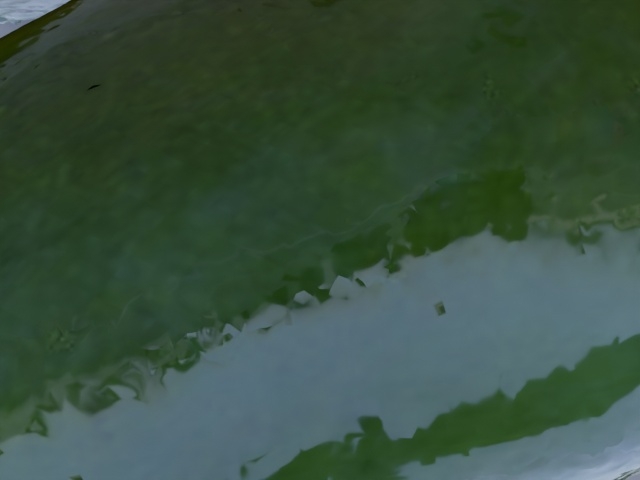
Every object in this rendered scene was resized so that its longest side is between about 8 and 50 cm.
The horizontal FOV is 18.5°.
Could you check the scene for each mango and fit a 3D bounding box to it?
[{"bbox_3d":[0.000,0.000,0.383,0.156,0.251,0.114,51,164,44],"label":"mango"}]

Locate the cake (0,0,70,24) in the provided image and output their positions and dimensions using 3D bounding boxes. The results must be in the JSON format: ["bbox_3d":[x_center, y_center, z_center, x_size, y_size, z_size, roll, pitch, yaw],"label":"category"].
[{"bbox_3d":[-0.186,-0.153,0.645,0.283,0.172,0.158,-8,-179,-41],"label":"cake"}]
